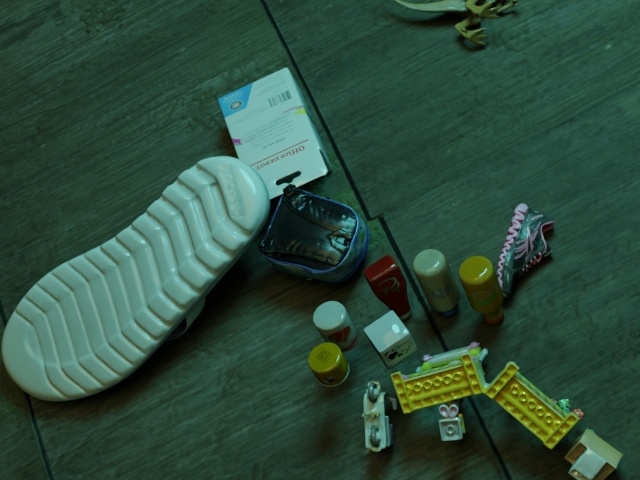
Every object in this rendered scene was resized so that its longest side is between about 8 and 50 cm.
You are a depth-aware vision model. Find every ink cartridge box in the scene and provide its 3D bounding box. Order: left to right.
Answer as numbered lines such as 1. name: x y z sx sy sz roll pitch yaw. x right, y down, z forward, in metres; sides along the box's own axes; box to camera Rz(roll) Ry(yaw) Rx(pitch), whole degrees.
1. ink cartridge box: -0.054 -0.124 1.571 0.104 0.061 0.181 -24 59 6

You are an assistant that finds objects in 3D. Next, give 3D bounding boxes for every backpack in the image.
1. backpack: 0.000 0.000 1.477 0.114 0.084 0.105 16 74 28

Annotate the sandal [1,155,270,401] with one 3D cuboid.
1. sandal: -0.217 0.063 1.511 0.416 0.102 0.169 -37 72 13

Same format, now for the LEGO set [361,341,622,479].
1. LEGO set: 0.192 0.177 1.339 0.287 0.107 0.132 5 101 16

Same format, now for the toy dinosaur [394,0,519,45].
1. toy dinosaur: 0.190 -0.311 1.598 0.212 0.064 0.112 -13 42 1

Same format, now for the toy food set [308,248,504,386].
1. toy food set: 0.092 0.094 1.386 0.232 0.104 0.111 -34 49 -4

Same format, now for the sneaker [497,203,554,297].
1. sneaker: 0.242 0.015 1.419 0.057 0.047 0.119 17 71 13
